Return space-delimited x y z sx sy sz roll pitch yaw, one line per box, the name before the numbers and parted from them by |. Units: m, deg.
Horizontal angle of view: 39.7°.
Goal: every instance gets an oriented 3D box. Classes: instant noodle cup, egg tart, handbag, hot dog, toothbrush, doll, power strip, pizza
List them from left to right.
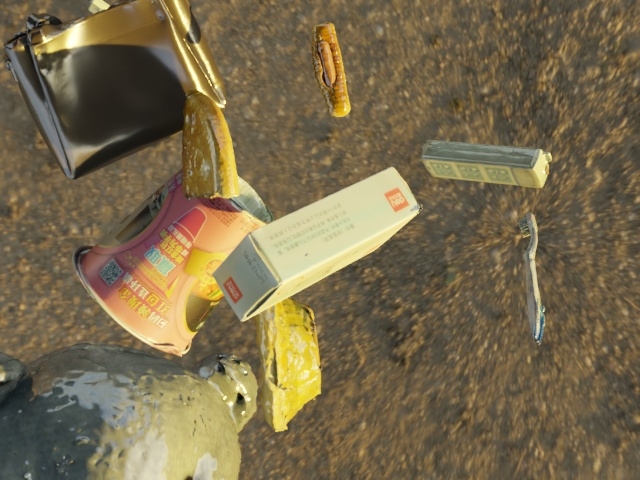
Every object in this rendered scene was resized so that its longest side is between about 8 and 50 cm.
power strip | -0.368 -0.395 1.560 0.090 0.040 0.016 32 71 -18
handbag | -0.303 -0.250 1.328 0.285 0.257 0.113 -25 44 -9
doll | -0.112 0.226 0.545 0.245 0.158 0.341 -5 83 -29
instant noodle cup | -0.212 0.009 1.375 0.255 0.244 0.244 -45 81 11
pizza | -0.139 -0.099 1.094 0.178 0.041 0.131 59 140 42
egg tart | -0.069 0.227 1.809 0.132 0.341 0.342 -8 88 -3
hot dog | 0.012 -0.241 1.247 0.044 0.028 0.137 -10 89 4
power strip | 0.316 -0.151 1.728 0.272 0.078 0.052 9 66 33
toothbrush | 0.422 0.064 1.769 0.042 0.413 0.035 -28 116 25

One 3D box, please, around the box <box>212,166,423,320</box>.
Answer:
box | 0.000 0.000 1.163 0.079 0.269 0.135 57 142 8
